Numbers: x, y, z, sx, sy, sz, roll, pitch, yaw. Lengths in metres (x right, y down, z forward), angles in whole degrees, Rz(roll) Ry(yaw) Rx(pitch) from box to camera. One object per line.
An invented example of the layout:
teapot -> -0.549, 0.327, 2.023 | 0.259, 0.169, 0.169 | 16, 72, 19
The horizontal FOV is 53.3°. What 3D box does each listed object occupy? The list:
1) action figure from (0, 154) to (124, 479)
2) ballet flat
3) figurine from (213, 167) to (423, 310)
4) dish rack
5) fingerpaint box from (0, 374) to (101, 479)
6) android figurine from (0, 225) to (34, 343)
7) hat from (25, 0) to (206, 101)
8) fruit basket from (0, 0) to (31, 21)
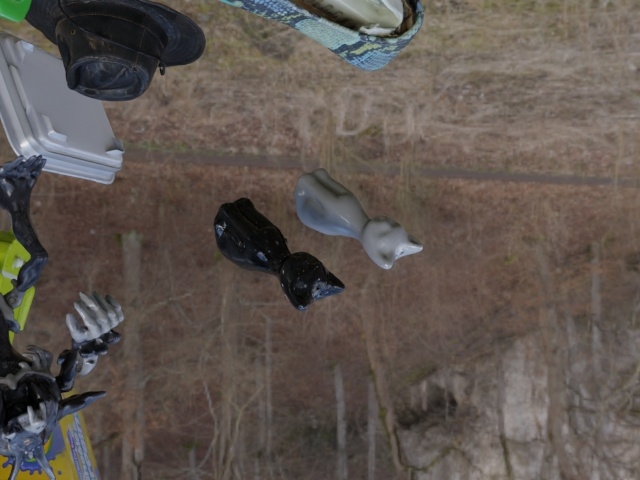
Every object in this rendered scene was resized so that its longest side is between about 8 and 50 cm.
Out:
action figure -> -0.259, 0.074, 0.518 | 0.164, 0.276, 0.141 | -12, 175, -36
ballet flat -> -0.010, -0.158, 0.369 | 0.188, 0.070, 0.070 | 11, 177, -42
figurine -> 0.000, 0.000, 0.849 | 0.215, 0.092, 0.209 | -24, -142, -27
dish rack -> -0.522, -0.269, 1.295 | 0.072, 0.286, 0.333 | -23, 173, 13
fingerpaint box -> -0.485, 0.468, 0.892 | 0.371, 0.445, 0.163 | -21, 159, -12
android figurine -> -0.562, 0.099, 1.123 | 0.056, 0.273, 0.248 | 12, 166, -9
hat -> -0.368, -0.316, 1.098 | 0.331, 0.134, 0.331 | 8, 174, 1
fruit basket -> -0.406, -0.370, 0.479 | 0.392, 0.283, 0.392 | 29, -173, -4
